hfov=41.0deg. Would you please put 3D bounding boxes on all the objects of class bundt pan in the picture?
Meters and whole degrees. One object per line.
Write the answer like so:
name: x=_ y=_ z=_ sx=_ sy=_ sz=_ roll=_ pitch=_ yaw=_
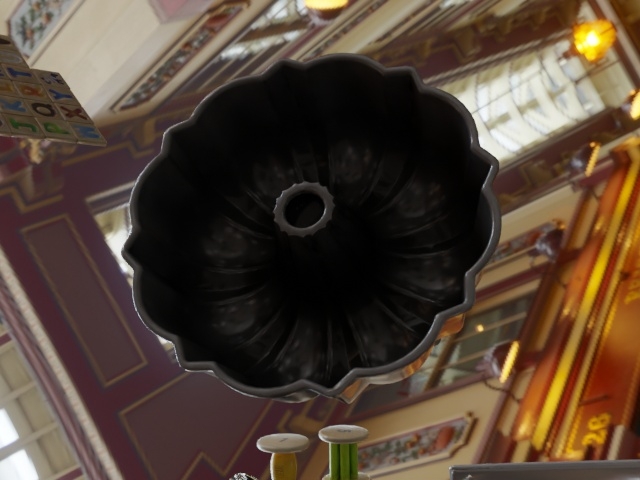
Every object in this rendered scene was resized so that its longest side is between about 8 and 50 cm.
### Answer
bundt pan: x=0.000 y=0.000 z=0.770 sx=0.124 sy=0.331 sz=0.331 roll=63 pitch=-156 yaw=-60

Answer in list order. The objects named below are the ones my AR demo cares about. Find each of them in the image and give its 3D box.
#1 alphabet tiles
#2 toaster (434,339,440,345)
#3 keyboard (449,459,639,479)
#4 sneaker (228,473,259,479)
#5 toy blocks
alphabet tiles: x=-0.387 y=-0.191 z=1.017 sx=0.198 sy=0.009 sz=0.237 roll=1 pitch=-140 yaw=-45
toaster: x=0.062 y=0.077 z=1.188 sx=0.168 sy=0.186 sz=0.110 roll=-7 pitch=-67 yaw=-14
keyboard: x=0.205 y=0.148 z=0.493 sx=0.014 sy=0.256 sz=0.072 roll=-81 pitch=-16 yaw=-53
sneaker: x=-0.007 y=0.294 z=0.580 sx=0.145 sy=0.384 sz=0.147 roll=29 pitch=-86 yaw=-26
toy blocks: x=-0.005 y=0.271 z=0.871 sx=0.123 sy=0.054 sz=0.148 roll=-2 pitch=-87 yaw=-25
